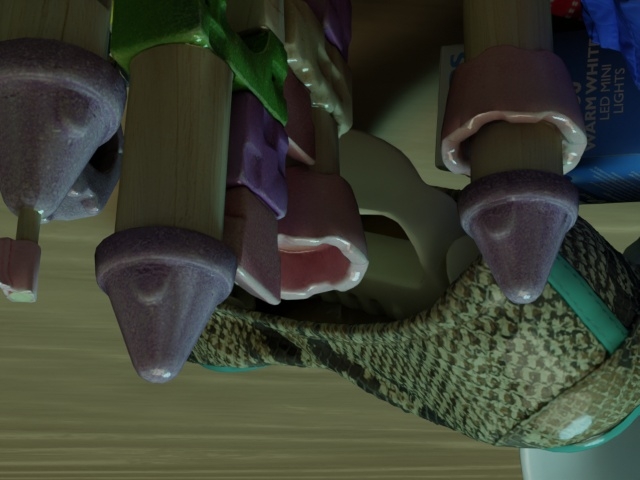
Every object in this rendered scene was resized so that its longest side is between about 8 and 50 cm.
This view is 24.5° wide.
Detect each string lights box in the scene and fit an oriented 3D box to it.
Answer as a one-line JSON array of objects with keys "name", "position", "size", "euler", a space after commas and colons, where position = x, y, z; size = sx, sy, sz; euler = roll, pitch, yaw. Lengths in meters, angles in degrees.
[{"name": "string lights box", "position": [0.208, -0.069, 0.812], "size": [0.259, 0.077, 0.133], "euler": [-2, 171, 34]}]

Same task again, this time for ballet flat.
[{"name": "ballet flat", "position": [0.000, 0.000, 0.889], "size": [0.182, 0.164, 0.483], "euler": [51, 159, -26]}]

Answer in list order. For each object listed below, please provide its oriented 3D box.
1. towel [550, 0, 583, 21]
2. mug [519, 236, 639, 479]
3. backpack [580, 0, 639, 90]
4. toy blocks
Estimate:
[{"name": "towel", "position": [0.167, -0.160, 0.731], "size": [0.275, 0.031, 0.199], "euler": [6, 156, -24]}, {"name": "mug", "position": [0.336, 0.119, 0.958], "size": [0.276, 0.374, 0.328], "euler": [-12, -161, 38]}, {"name": "backpack", "position": [0.172, -0.119, 0.675], "size": [0.101, 0.098, 0.120], "euler": [18, 166, 28]}, {"name": "toy blocks", "position": [-0.065, -0.051, 0.612], "size": [0.309, 0.260, 0.288], "euler": [-10, 153, 21]}]
